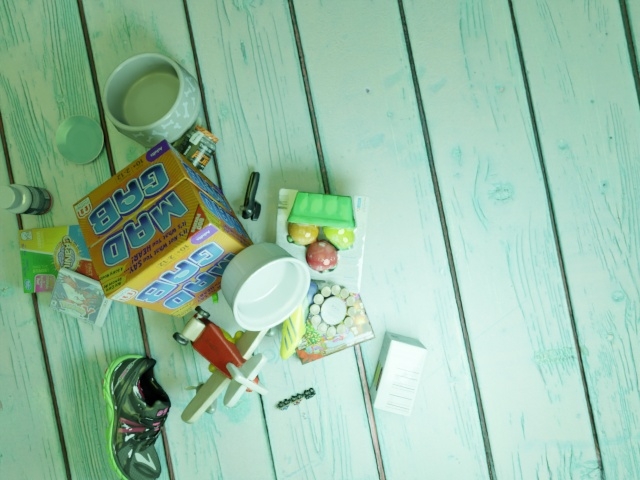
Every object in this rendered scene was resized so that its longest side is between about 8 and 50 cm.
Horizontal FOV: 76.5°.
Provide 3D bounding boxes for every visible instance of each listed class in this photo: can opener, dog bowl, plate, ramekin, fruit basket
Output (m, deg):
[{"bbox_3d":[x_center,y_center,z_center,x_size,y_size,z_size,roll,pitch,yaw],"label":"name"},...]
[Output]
[{"bbox_3d":[-0.260,-0.167,1.521,0.059,0.073,0.186,4,87,40],"label":"can opener"},{"bbox_3d":[-0.615,-0.513,1.458,0.348,0.102,0.349,-2,77,8],"label":"dog bowl"},{"bbox_3d":[-0.912,-0.382,1.546,0.188,0.024,0.188,0,90,1],"label":"plate"},{"bbox_3d":[-0.182,0.140,1.309,0.277,0.277,0.135,-50,51,1],"label":"ramekin"},{"bbox_3d":[0.000,0.000,1.471,0.326,0.165,0.353,6,105,7],"label":"fruit basket"}]

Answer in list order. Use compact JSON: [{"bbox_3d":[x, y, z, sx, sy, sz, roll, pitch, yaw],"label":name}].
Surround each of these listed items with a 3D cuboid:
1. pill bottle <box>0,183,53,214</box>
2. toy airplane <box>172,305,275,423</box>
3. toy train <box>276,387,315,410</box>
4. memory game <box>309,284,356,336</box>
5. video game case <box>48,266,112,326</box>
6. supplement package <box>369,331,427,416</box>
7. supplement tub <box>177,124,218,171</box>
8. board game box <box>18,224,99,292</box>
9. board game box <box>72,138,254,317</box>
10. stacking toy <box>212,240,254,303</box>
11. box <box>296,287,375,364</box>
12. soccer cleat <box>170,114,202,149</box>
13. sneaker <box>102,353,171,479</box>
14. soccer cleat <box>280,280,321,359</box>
[{"bbox_3d":[-1.081,-0.149,1.474,0.107,0.180,0.108,0,90,2],"label":"pill bottle"},{"bbox_3d":[-0.303,0.412,1.415,0.385,0.272,0.385,-15,58,15],"label":"toy airplane"},{"bbox_3d":[-0.091,0.602,1.532,0.158,0.027,0.036,-24,101,1],"label":"toy train"},{"bbox_3d":[0.046,0.248,1.436,0.186,0.012,0.186,0,90,-25],"label":"memory game"},{"bbox_3d":[-0.881,0.214,1.501,0.201,0.023,0.183,26,111,-11],"label":"video game case"},{"bbox_3d":[0.277,0.475,1.462,0.133,0.139,0.244,15,90,0],"label":"supplement package"},{"bbox_3d":[-0.462,-0.318,1.487,0.117,0.117,0.190,33,92,1],"label":"supplement tub"},{"bbox_3d":[-0.953,0.065,1.531,0.316,0.064,0.242,-5,90,2],"label":"board game box"},{"bbox_3d":[-0.479,-0.020,1.318,0.356,0.356,0.356,-35,65,2],"label":"board game box"},{"bbox_3d":[-0.311,0.114,1.479,0.166,0.052,0.221,-11,61,2],"label":"stacking toy"},{"bbox_3d":[0.033,0.314,1.508,0.293,0.057,0.201,-21,88,2],"label":"box"},{"bbox_3d":[-0.518,-0.393,1.508,0.068,0.076,0.196,45,91,1],"label":"soccer cleat"},{"bbox_3d":[-0.647,0.654,1.470,0.202,0.185,0.483,-10,91,6],"label":"sneaker"},{"bbox_3d":[-0.097,0.272,1.433,0.121,0.093,0.289,23,82,-9],"label":"soccer cleat"}]
